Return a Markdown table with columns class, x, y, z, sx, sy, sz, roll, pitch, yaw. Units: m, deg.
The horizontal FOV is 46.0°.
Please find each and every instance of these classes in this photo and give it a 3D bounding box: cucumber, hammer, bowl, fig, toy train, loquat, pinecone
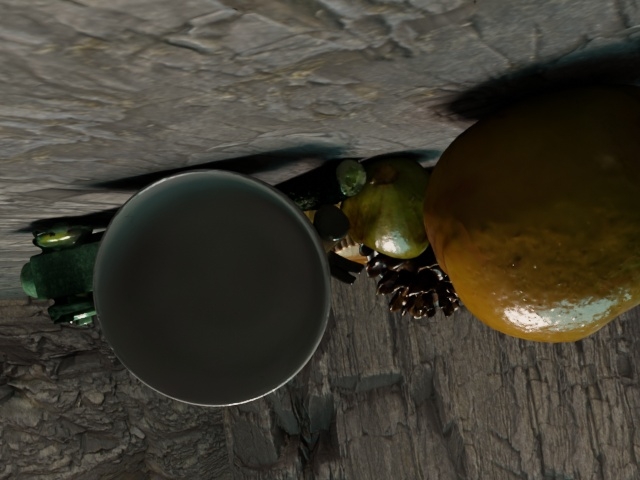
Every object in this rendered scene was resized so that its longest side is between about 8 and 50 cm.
| class | x | y | z | sx | sy | sz | roll | pitch | yaw |
| --- | --- | --- | --- | --- | --- | --- | --- | --- | --- |
| cucumber | -0.012 | -0.070 | 1.091 | 0.058 | 0.052 | 0.215 | 24 | 160 | -28 |
| hammer | 0.000 | 0.000 | 1.128 | 0.168 | 0.044 | 0.440 | 32 | 174 | 1 |
| bowl | -0.126 | 0.051 | 0.955 | 0.287 | 0.286 | 0.144 | -10 | -175 | 5 |
| fig | 0.100 | -0.057 | 1.095 | 0.144 | 0.154 | 0.165 | 5 | 146 | 5 |
| toy train | -0.260 | 0.024 | 1.184 | 0.397 | 0.160 | 0.253 | -11 | -178 | 18 |
| loquat | 0.256 | -0.037 | 0.794 | 0.276 | 0.276 | 0.284 | -6 | 156 | -44 |
| pinecone | 0.173 | 0.005 | 1.296 | 0.224 | 0.272 | 0.224 | 2 | 148 | 2 |

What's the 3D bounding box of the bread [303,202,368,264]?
| class | x | y | z | sx | sy | sz | roll | pitch | yaw |
| --- | --- | --- | --- | --- | --- | --- | --- | --- | --- |
| bread | 0.084 | -0.019 | 1.523 | 0.250 | 0.133 | 0.179 | -8 | 172 | -39 |
